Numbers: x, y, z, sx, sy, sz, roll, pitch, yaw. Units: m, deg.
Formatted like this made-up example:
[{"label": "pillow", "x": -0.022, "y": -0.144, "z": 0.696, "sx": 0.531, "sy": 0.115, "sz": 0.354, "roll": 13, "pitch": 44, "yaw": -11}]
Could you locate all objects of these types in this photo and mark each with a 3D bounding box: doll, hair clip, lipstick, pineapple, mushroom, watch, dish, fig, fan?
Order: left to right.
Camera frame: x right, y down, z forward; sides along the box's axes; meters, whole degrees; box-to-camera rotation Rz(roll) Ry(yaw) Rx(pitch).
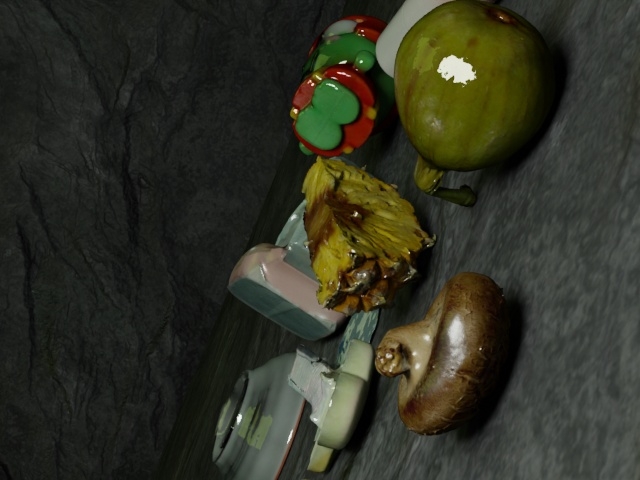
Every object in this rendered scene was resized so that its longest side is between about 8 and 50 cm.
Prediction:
[{"label": "dish", "x": -0.100, "y": 0.267, "z": 1.526, "sx": 0.260, "sy": 0.085, "sz": 0.260, "roll": -158, "pitch": 90, "yaw": -82}, {"label": "watch", "x": 0.000, "y": 0.000, "z": 1.442, "sx": 0.241, "sy": 0.161, "sz": 0.253, "roll": -58, "pitch": 8, "yaw": -17}, {"label": "hair clip", "x": 0.007, "y": 0.177, "z": 1.139, "sx": 0.218, "sy": 0.071, "sz": 0.159, "roll": -161, "pitch": 86, "yaw": -82}, {"label": "fan", "x": 0.039, "y": 0.130, "z": 1.254, "sx": 0.131, "sy": 0.009, "sz": 0.240, "roll": 160, "pitch": 131, "yaw": -78}, {"label": "doll", "x": 0.053, "y": -0.248, "z": 1.593, "sx": 0.363, "sy": 0.160, "sz": 0.183, "roll": -78, "pitch": 14, "yaw": -58}, {"label": "pineapple", "x": 0.057, "y": 0.000, "z": 1.100, "sx": 0.079, "sy": 0.135, "sz": 0.233, "roll": -53, "pitch": 24, "yaw": 28}, {"label": "lipstick", "x": 0.156, "y": -0.294, "z": 1.304, "sx": 0.327, "sy": 0.087, "sz": 0.087, "roll": 139, "pitch": 151, "yaw": -72}, {"label": "mushroom", "x": 0.097, "y": 0.084, "z": 0.777, "sx": 0.109, "sy": 0.085, "sz": 0.126, "roll": -13, "pitch": -49, "yaw": -57}, {"label": "fig", "x": 0.120, "y": -0.122, "z": 0.926, "sx": 0.186, "sy": 0.142, "sz": 0.148, "roll": -49, "pitch": -9, "yaw": 30}]

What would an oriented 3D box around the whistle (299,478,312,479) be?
[{"label": "whistle", "x": -0.023, "y": 0.305, "z": 1.115, "sx": 0.057, "sy": 0.046, "sz": 0.109, "roll": -117, "pitch": 41, "yaw": -59}]
